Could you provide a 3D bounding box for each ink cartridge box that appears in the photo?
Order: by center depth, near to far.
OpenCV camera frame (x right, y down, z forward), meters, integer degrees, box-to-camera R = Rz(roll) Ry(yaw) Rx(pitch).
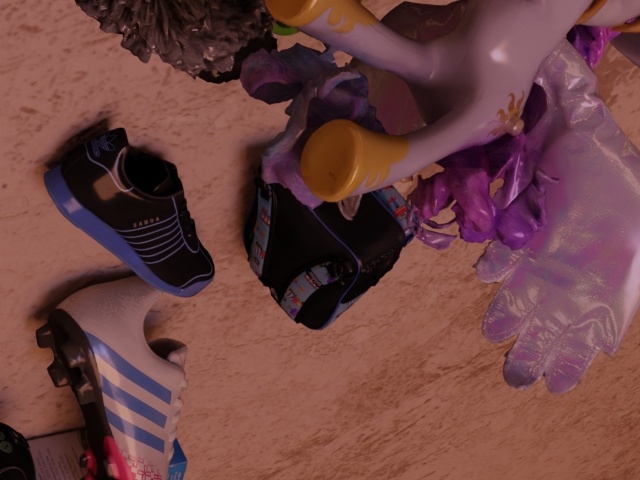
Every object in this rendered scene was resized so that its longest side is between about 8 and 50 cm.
[{"bbox_3d":[-0.274,0.294,1.440,0.203,0.086,0.148,-7,136,-29],"label":"ink cartridge box"}]

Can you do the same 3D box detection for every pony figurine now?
[{"bbox_3d":[0.109,-0.104,0.795,0.363,0.303,0.351,-2,128,-56],"label":"pony figurine"}]

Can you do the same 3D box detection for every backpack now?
[{"bbox_3d":[0.000,0.000,1.245,0.117,0.158,0.173,-31,162,-31],"label":"backpack"}]

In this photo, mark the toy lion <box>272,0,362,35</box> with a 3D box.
[{"bbox_3d":[-0.005,-0.216,1.091,0.100,0.034,0.096,-37,151,7],"label":"toy lion"}]

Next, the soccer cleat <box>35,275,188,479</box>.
[{"bbox_3d":[-0.187,0.188,1.298,0.143,0.116,0.331,-28,125,-29],"label":"soccer cleat"}]

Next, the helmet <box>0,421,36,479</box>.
[{"bbox_3d":[-0.390,0.256,1.252,0.169,0.169,0.161,-49,156,23],"label":"helmet"}]

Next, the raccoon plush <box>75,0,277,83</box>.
[{"bbox_3d":[-0.082,-0.290,0.776,0.446,0.216,0.299,17,126,-46],"label":"raccoon plush"}]

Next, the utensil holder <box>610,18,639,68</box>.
[{"bbox_3d":[0.450,-0.202,1.002,0.385,0.328,0.327,25,117,-36],"label":"utensil holder"}]

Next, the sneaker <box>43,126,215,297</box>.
[{"bbox_3d":[-0.154,-0.023,1.163,0.090,0.081,0.232,-33,143,14],"label":"sneaker"}]
